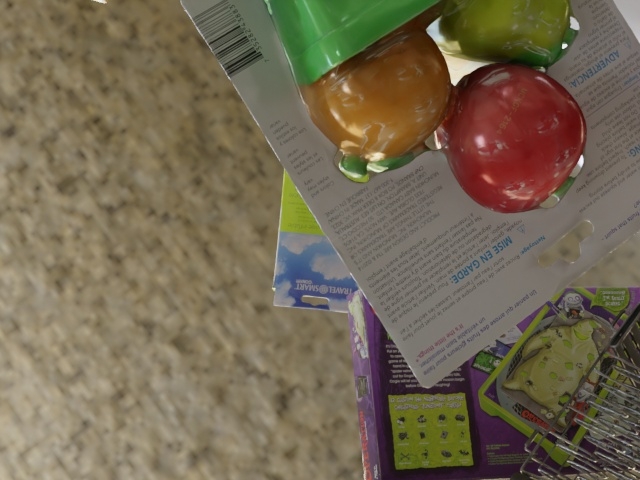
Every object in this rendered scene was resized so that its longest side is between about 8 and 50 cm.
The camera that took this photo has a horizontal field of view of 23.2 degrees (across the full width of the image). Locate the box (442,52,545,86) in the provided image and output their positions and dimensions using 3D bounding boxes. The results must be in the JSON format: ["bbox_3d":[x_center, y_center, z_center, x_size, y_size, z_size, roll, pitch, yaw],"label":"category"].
[{"bbox_3d":[0.121,-0.246,1.659,0.290,0.169,0.087,12,-34,-39],"label":"box"}]

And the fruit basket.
[{"bbox_3d":[0.105,-0.117,1.221,0.327,0.353,0.165,-35,11,-21],"label":"fruit basket"}]

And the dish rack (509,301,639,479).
[{"bbox_3d":[0.300,0.204,1.565,0.271,0.074,0.208,-52,-40,-14],"label":"dish rack"}]

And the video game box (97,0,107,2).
[{"bbox_3d":[-0.258,-0.395,1.704,0.187,0.048,0.205,33,-99,-45],"label":"video game box"}]

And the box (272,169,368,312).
[{"bbox_3d":[0.000,0.000,1.956,0.109,0.178,0.042,5,-7,0],"label":"box"}]

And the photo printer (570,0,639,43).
[{"bbox_3d":[0.357,-0.310,1.513,0.107,0.256,0.307,20,-68,-31],"label":"photo printer"}]

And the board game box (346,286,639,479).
[{"bbox_3d":[0.202,0.153,1.671,0.347,0.208,0.056,1,-11,-23],"label":"board game box"}]
